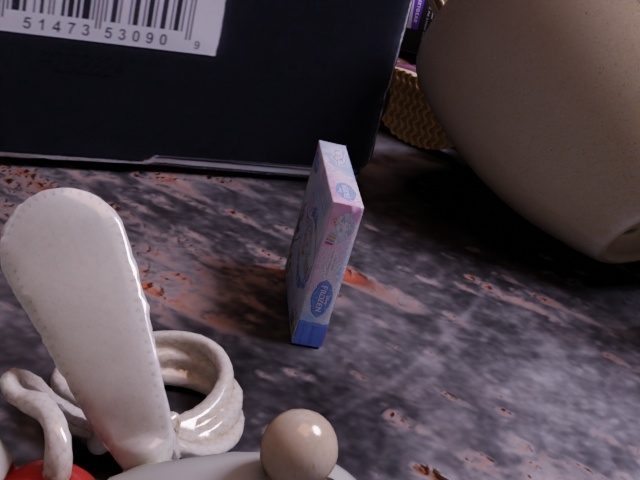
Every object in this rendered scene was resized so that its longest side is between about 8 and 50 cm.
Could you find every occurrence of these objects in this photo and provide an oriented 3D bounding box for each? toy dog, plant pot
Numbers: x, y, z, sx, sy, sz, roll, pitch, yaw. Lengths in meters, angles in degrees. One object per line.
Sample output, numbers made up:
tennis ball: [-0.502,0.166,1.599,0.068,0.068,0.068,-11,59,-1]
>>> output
toy dog: [-0.143,0.036,0.336,0.334,0.160,0.220,4,27,-22]
plant pot: [0.237,-0.095,0.753,0.284,0.284,0.190,-3,65,-34]

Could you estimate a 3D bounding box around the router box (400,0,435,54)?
router box: [0.105,-0.247,1.098,0.243,0.081,0.309,11,13,-11]

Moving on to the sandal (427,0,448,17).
sandal: [0.133,-0.166,0.933,0.049,0.180,0.072,-10,23,41]

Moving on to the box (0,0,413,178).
box: [-0.230,-0.285,0.817,0.480,0.297,0.472,2,26,-26]

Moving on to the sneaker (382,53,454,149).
sneaker: [0.079,-0.145,0.952,0.185,0.069,0.084,33,35,32]

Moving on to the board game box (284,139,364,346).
board game box: [0.000,0.000,0.576,0.020,0.090,0.090,10,26,-10]
